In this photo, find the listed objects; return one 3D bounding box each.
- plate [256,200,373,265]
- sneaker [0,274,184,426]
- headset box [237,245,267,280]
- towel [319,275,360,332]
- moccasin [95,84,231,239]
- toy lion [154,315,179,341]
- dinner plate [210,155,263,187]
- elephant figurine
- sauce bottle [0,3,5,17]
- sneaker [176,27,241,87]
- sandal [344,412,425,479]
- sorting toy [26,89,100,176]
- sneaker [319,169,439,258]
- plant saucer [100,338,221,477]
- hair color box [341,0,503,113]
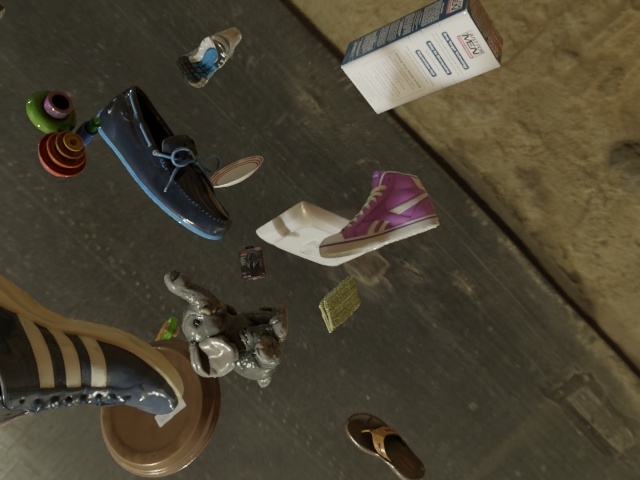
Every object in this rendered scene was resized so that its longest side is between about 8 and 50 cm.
[{"bbox_3d":[0.000,0.000,1.931,0.277,0.278,0.045,21,65,-25],"label":"plate"},{"bbox_3d":[-0.308,0.155,0.786,0.131,0.148,0.350,-25,135,39],"label":"sneaker"},{"bbox_3d":[-0.172,0.055,1.818,0.062,0.032,0.083,-10,77,-2],"label":"headset box"},{"bbox_3d":[0.055,0.174,2.009,0.148,0.027,0.110,-40,128,-36],"label":"towel"},{"bbox_3d":[-0.275,-0.148,1.298,0.342,0.138,0.117,45,103,11],"label":"moccasin"},{"bbox_3d":[-0.354,0.213,1.646,0.034,0.096,0.100,28,108,-17],"label":"toy lion"},{"bbox_3d":[-0.193,-0.154,1.656,0.141,0.141,0.017,-26,115,-1],"label":"dinner plate"},{"bbox_3d":[-0.191,0.172,1.375,0.239,0.169,0.186,11,79,-9],"label":"elephant figurine"},{"bbox_3d":[-0.427,-0.300,0.833,0.128,0.042,0.042,35,94,-20],"label":"sauce bottle"},{"bbox_3d":[-0.211,-0.361,1.414,0.071,0.190,0.083,53,57,-18],"label":"sneaker"},{"bbox_3d":[0.155,0.477,1.675,0.219,0.060,0.090,42,61,12],"label":"sandal"},{"bbox_3d":[-0.250,-0.113,0.716,0.061,0.042,0.102,1,66,-45],"label":"sorting toy"},{"bbox_3d":[0.106,-0.062,1.571,0.282,0.102,0.161,-19,87,-21],"label":"sneaker"},{"bbox_3d":[-0.332,0.332,1.459,0.278,0.041,0.278,-8,67,18],"label":"plant saucer"},{"bbox_3d":[0.242,-0.450,1.742,0.347,0.105,0.174,-15,134,36],"label":"hair color box"}]
